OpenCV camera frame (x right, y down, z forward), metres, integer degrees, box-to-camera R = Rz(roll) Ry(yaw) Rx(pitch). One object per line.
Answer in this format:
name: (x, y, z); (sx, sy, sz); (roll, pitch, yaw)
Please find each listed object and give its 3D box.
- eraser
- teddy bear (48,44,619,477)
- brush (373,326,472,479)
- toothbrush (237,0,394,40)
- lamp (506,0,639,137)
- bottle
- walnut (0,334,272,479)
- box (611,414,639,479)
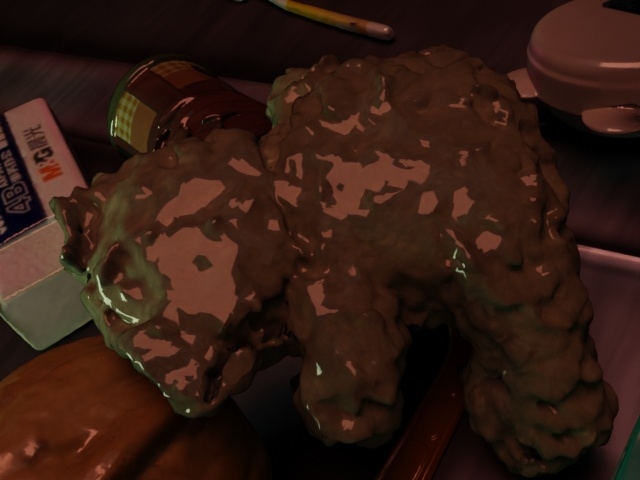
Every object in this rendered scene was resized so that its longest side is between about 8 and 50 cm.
eraser: (-0.296, -0.029, 0.937); (0.130, 0.086, 0.287); (-31, 47, -8)
teddy bear: (0.000, 0.000, 0.649); (0.367, 0.224, 0.357); (-8, 50, -3)
brush: (0.100, 0.122, 0.704); (0.090, 0.017, 0.314); (17, 59, 32)
toothbrush: (-0.024, -0.283, 1.101); (0.288, 0.021, 0.024); (27, 75, 37)
lamp: (0.297, -0.168, 0.818); (0.246, 0.108, 0.179); (-33, 43, -18)
bottle: (-0.094, -0.077, 0.871); (0.156, 0.143, 0.271); (2, 25, -41)
walnut: (-0.156, 0.184, 0.614); (0.225, 0.225, 0.261); (19, 53, 33)
box: (0.285, 0.186, 0.480); (0.245, 0.153, 0.092); (19, 60, 34)
